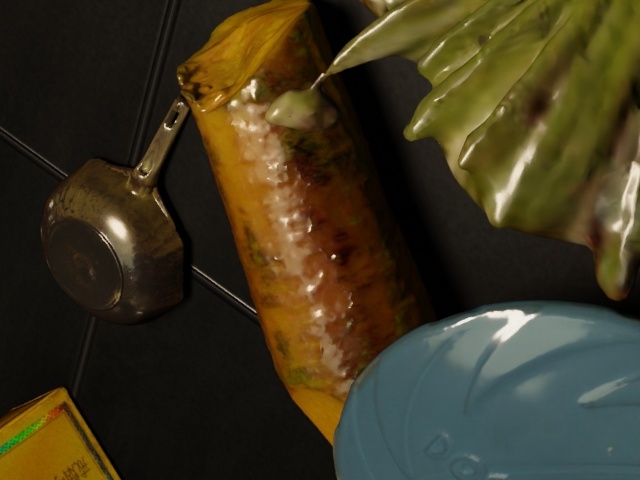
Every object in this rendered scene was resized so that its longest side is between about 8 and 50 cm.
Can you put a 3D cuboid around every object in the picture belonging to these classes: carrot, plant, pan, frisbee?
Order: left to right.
[{"bbox_3d":[-0.160,-0.023,1.211,0.128,0.048,0.202,22,126,28],"label":"pan"},{"bbox_3d":[0.000,0.000,1.060,0.114,0.114,0.302,-9,108,41],"label":"carrot"},{"bbox_3d":[0.146,0.156,1.002,0.289,0.049,0.289,8,131,10],"label":"frisbee"},{"bbox_3d":[0.155,-0.137,0.827,0.251,0.180,0.333,36,129,2],"label":"plant"}]

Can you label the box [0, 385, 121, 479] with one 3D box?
[{"bbox_3d":[-0.213,0.297,1.336,0.084,0.193,0.301,-26,97,44],"label":"box"}]
